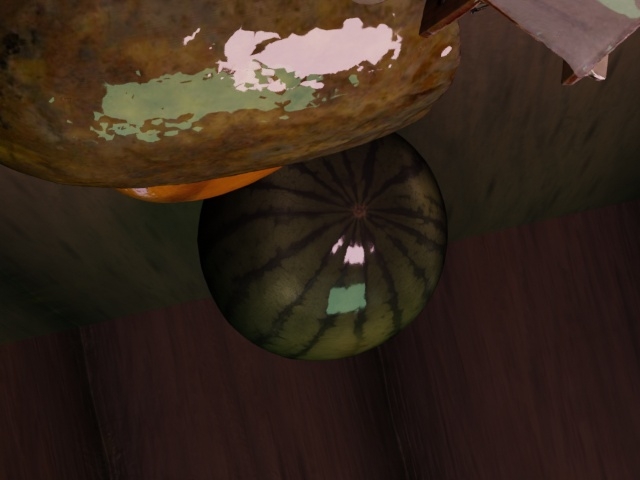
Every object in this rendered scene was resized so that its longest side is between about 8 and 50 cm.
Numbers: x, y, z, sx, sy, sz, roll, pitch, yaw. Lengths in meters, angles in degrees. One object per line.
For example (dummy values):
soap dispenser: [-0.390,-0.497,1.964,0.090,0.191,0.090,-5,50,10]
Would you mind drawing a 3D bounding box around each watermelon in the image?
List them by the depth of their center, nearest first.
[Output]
watermelon: [0.000,0.000,2.045,0.279,0.279,0.359,-10,167,-18]

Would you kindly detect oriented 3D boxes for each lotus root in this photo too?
lotus root: [-0.098,-0.158,1.183,0.346,0.250,0.250,-8,169,-10]

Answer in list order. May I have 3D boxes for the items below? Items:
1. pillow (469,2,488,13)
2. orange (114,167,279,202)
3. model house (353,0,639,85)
pillow: [0.157,-0.241,1.557,0.090,0.048,0.150,-13,168,12]
orange: [-0.102,-0.132,1.478,0.240,0.171,0.240,-24,164,-7]
model house: [0.063,-0.262,0.912,0.326,0.244,0.169,32,145,-26]
